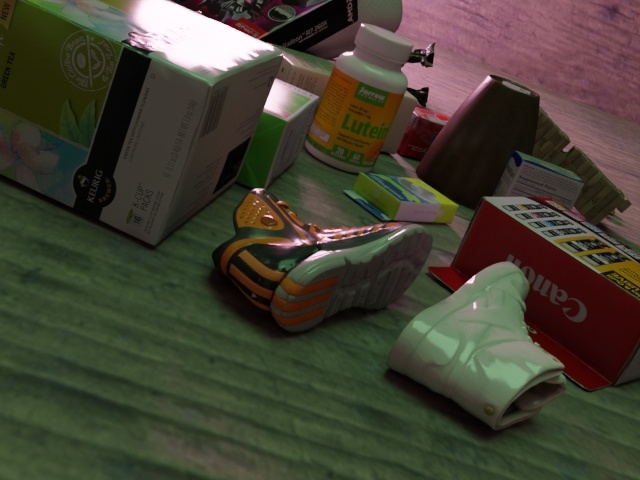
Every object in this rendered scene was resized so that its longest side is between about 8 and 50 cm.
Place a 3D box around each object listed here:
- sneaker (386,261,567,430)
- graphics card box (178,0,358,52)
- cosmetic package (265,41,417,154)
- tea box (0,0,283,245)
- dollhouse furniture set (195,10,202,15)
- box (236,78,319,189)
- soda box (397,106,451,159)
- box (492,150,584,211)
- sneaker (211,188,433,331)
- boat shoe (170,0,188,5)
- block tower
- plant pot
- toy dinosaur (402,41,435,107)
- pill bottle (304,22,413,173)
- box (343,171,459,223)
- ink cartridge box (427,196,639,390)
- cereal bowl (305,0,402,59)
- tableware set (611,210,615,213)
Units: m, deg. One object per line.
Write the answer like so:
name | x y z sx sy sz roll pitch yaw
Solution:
sneaker | 0.217 0.128 1.093 0.169 0.108 0.293 33 33 22
graphics card box | -0.130 -0.459 1.933 0.371 0.094 0.233 -33 51 -26
cosmetic package | 0.021 -0.279 1.852 0.296 0.129 0.153 10 23 -30
tea box | -0.265 -0.193 1.211 0.324 0.219 0.329 23 20 4
dollhouse furniture set | -0.258 -0.314 1.703 0.184 0.128 0.129 -29 50 -34
box | -0.161 -0.204 1.485 0.262 0.126 0.231 23 22 5
soda box | 0.283 -0.206 1.988 0.263 0.092 0.083 14 25 -24
box | 0.392 -0.077 1.714 0.126 0.137 0.072 19 20 -8
sneaker | 0.000 0.000 1.140 0.180 0.124 0.321 35 24 28
boat shoe | -0.358 -0.539 2.061 0.127 0.158 0.340 20 20 -8
block tower | 0.512 -0.174 1.994 0.335 0.097 0.091 44 18 -2
plant pot | 0.330 -0.196 1.816 0.215 0.230 0.215 20 20 -8
toy dinosaur | 0.181 -0.434 2.443 0.219 0.164 0.322 9 39 3
pill bottle | 0.075 -0.256 1.679 0.136 0.245 0.136 19 21 -8
box | 0.138 -0.071 1.577 0.178 0.042 0.109 2 28 -45
ink cartridge box | 0.357 0.064 1.343 0.272 0.130 0.309 -3 33 -48
cereal bowl | 0.062 -0.568 2.501 0.339 0.141 0.339 -10 9 2
tableware set | 0.621 -0.080 2.129 0.104 0.024 0.154 34 22 19
